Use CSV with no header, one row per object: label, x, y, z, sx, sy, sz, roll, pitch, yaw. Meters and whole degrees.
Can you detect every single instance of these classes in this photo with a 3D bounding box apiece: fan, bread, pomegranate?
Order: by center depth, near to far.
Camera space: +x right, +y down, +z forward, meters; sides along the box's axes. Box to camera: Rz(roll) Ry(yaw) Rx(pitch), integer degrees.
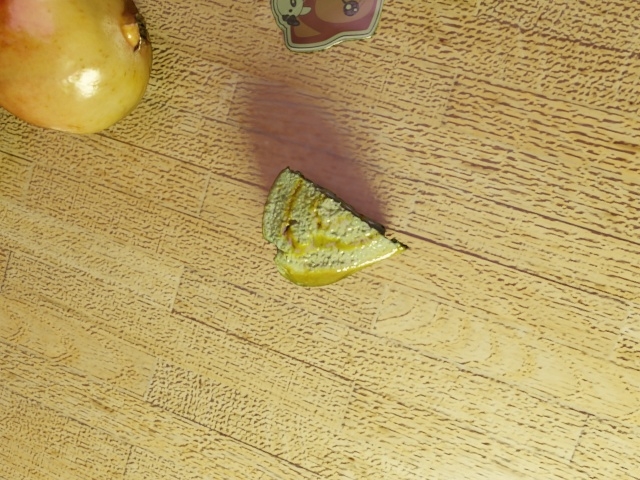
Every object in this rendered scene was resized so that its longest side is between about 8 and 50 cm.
bread,0.003,0.004,0.471,0.156,0.103,0.110,34,92,14
pomegranate,-0.279,-0.214,0.483,0.191,0.191,0.192,0,92,10
fan,0.046,-0.298,0.501,0.219,0.009,0.132,-12,90,11
